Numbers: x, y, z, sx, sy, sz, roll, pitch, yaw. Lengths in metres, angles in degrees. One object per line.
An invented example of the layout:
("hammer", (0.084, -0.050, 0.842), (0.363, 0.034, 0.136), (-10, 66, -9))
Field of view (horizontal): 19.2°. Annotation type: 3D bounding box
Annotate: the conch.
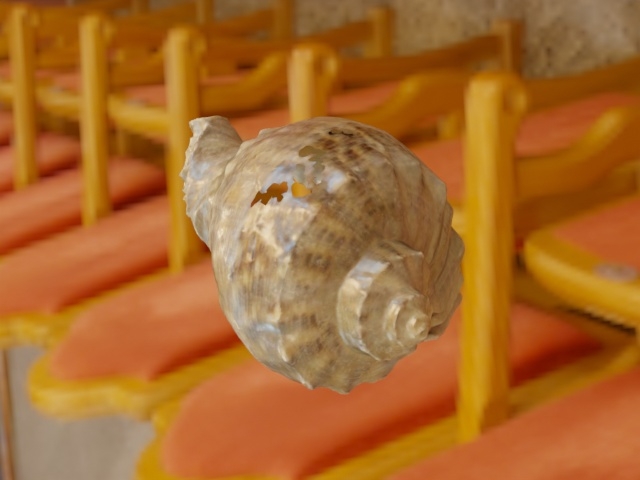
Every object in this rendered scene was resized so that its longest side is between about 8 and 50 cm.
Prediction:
("conch", (0.000, 0.000, 0.971), (0.130, 0.155, 0.207), (-55, 44, 1))
